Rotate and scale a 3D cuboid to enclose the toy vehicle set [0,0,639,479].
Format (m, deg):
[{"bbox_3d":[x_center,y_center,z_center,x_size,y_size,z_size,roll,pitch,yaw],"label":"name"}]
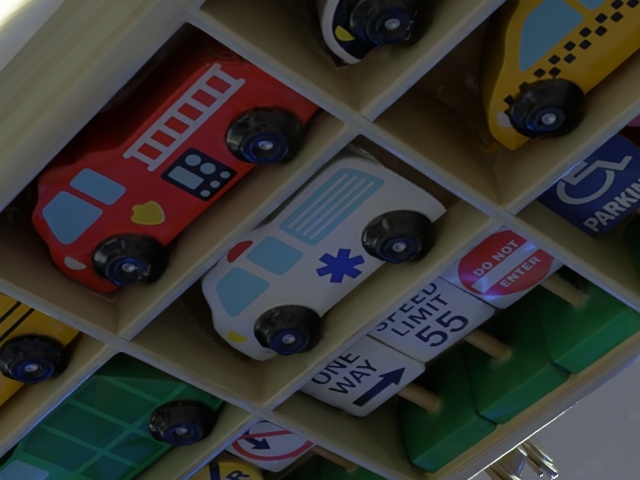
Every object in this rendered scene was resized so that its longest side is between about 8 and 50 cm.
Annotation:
[{"bbox_3d":[0.000,0.000,0.371,0.166,0.035,0.267,29,-56,-32],"label":"toy vehicle set"}]

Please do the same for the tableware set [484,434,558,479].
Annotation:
[{"bbox_3d":[0.068,0.076,0.798,0.020,0.168,0.141,-43,-102,6],"label":"tableware set"}]
